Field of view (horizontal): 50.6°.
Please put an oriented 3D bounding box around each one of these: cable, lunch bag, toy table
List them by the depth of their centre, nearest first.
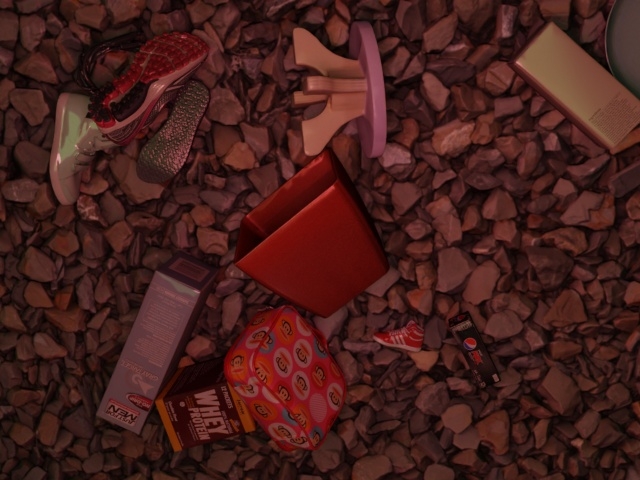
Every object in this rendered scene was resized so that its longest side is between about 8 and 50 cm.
[{"bbox_3d":[0.033,-0.301,1.379,0.160,0.252,0.274,-7,84,-9],"label":"toy table"},{"bbox_3d":[-0.436,-0.362,1.471,0.184,0.047,0.151,-27,114,-19],"label":"cable"},{"bbox_3d":[-0.062,0.292,1.511,0.120,0.258,0.293,-17,116,36],"label":"lunch bag"}]

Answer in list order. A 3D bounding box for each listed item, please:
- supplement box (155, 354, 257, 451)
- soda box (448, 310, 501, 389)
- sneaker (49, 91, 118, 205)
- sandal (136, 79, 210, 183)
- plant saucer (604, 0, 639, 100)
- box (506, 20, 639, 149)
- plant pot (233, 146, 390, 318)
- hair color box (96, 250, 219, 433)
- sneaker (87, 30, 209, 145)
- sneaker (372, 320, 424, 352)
[{"bbox_3d":[-0.245,0.364,1.568,0.194,0.191,0.129,-17,100,8],"label":"supplement box"},{"bbox_3d":[0.353,0.251,1.555,0.053,0.060,0.169,-25,100,11],"label":"soda box"},{"bbox_3d":[-0.514,-0.193,1.517,0.151,0.094,0.256,9,105,0],"label":"sneaker"},{"bbox_3d":[-0.321,-0.236,1.517,0.097,0.054,0.254,32,94,-10],"label":"sandal"},{"bbox_3d":[0.737,-0.420,1.378,0.317,0.044,0.318,1,103,6],"label":"plant saucer"},{"bbox_3d":[0.526,-0.316,1.394,0.275,0.094,0.113,41,103,-4],"label":"box"},{"bbox_3d":[0.000,0.000,1.443,0.267,0.267,0.236,-39,109,12],"label":"plant pot"},{"bbox_3d":[-0.369,0.228,1.551,0.113,0.185,0.375,25,104,-1],"label":"hair color box"},{"bbox_3d":[-0.358,-0.330,1.440,0.121,0.112,0.299,39,74,23],"label":"sneaker"},{"bbox_3d":[0.183,0.215,1.571,0.118,0.042,0.067,13,108,-6],"label":"sneaker"}]
